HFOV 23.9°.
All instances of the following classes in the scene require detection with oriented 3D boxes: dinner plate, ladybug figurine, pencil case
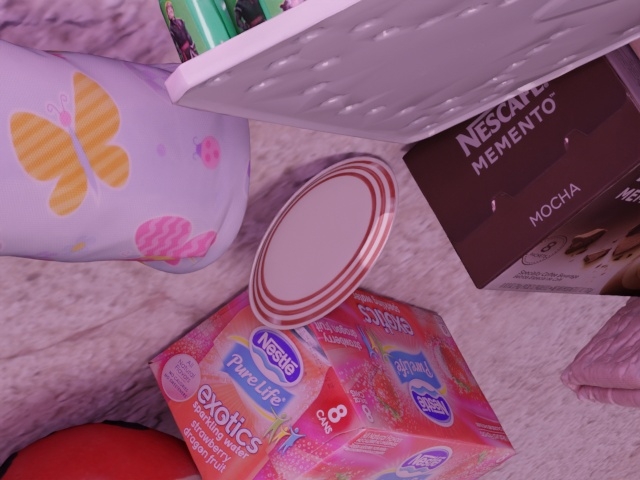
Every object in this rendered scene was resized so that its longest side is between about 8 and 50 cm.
[{"bbox_3d":[0.000,0.000,1.059,0.141,0.017,0.141,-31,142,-28],"label":"dinner plate"},{"bbox_3d":[-0.189,0.276,1.272,0.305,0.162,0.449,-19,155,-19],"label":"ladybug figurine"},{"bbox_3d":[-0.157,-0.044,0.725,0.124,0.113,0.273,1,178,38],"label":"pencil case"}]

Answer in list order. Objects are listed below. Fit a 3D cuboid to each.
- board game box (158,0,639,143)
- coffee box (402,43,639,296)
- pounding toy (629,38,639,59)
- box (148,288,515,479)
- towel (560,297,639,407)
[{"bbox_3d":[0.157,-0.157,0.725,0.390,0.050,0.390,-25,173,17],"label":"board game box"},{"bbox_3d":[0.222,-0.051,1.109,0.168,0.119,0.297,-40,154,28],"label":"coffee box"},{"bbox_3d":[0.287,-0.096,0.979,0.094,0.206,0.181,-42,153,28],"label":"pounding toy"},{"bbox_3d":[0.020,0.140,1.236,0.142,0.154,0.300,-36,154,18],"label":"box"},{"bbox_3d":[0.361,0.013,1.253,0.332,0.053,0.317,-42,-179,-7],"label":"towel"}]
